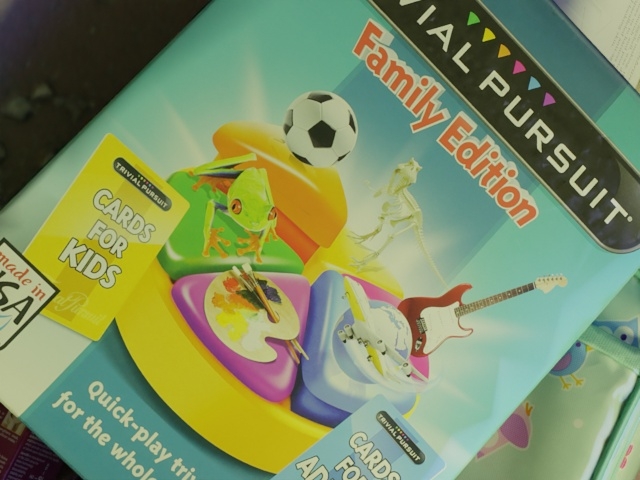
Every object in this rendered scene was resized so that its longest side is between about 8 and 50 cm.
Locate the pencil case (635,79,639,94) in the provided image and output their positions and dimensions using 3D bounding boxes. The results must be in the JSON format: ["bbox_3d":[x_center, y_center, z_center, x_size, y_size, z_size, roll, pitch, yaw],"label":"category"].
[{"bbox_3d":[0.304,-0.031,1.083,0.160,0.410,0.183,-27,137,-42],"label":"pencil case"}]

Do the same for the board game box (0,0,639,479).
[{"bbox_3d":[0.000,0.000,0.783,0.254,0.079,0.336,45,79,-10],"label":"board game box"}]

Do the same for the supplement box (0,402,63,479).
[{"bbox_3d":[-0.169,0.109,0.816,0.083,0.055,0.043,-62,148,-7],"label":"supplement box"}]

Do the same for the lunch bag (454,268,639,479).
[{"bbox_3d":[0.062,0.072,0.928,0.224,0.279,0.108,-62,157,-7],"label":"lunch bag"}]

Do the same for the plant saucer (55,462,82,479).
[{"bbox_3d":[-0.138,0.176,0.924,0.168,0.029,0.168,-30,131,-42],"label":"plant saucer"}]

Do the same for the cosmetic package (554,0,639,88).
[{"bbox_3d":[0.110,-0.152,0.981,0.225,0.138,0.224,27,86,-55],"label":"cosmetic package"}]
